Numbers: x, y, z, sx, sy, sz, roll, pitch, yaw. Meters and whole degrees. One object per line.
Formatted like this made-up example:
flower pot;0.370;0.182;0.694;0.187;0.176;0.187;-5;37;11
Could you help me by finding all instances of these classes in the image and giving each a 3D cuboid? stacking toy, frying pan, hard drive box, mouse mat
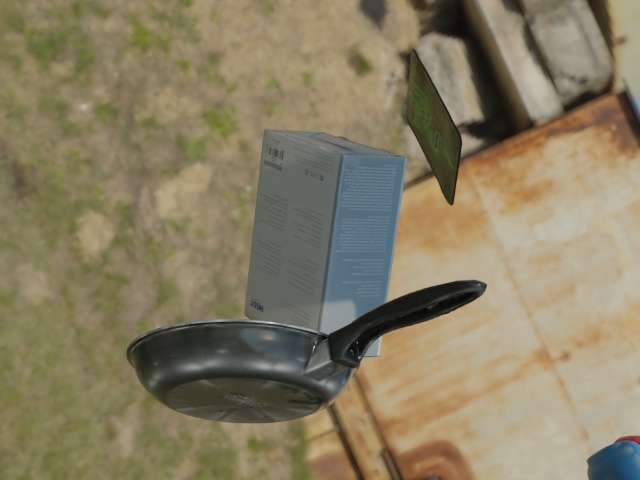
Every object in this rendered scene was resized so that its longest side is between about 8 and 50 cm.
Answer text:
stacking toy;0.537;0.307;1.738;0.165;0.302;0.175;63;-19;16
frying pan;-0.004;0.105;1.035;0.197;0.326;0.053;50;37;-59
hard drive box;0.000;0.000;1.444;0.181;0.089;0.232;26;-69;56
mouse mat;0.158;-0.160;1.776;0.152;0.007;0.189;90;-17;-52
